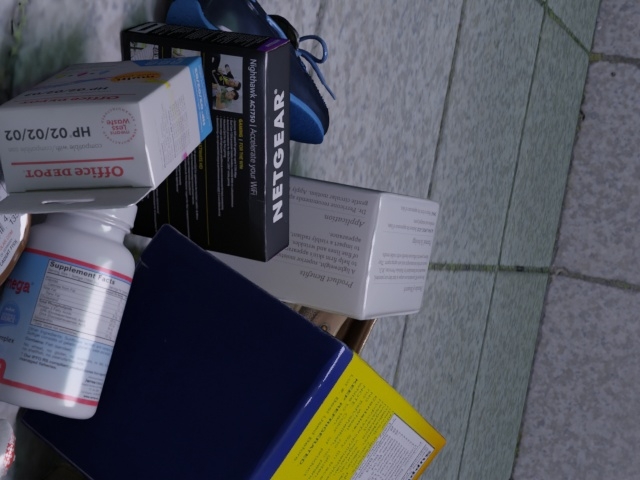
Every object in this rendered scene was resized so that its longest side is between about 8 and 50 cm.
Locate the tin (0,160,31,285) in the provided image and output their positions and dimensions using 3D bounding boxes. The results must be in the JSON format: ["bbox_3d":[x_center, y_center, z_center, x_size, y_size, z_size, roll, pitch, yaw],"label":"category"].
[{"bbox_3d":[-0.243,-0.038,0.736,0.190,0.040,0.106,71,32,-50],"label":"tin"}]

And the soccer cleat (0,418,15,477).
[{"bbox_3d":[-0.246,0.168,0.833,0.035,0.029,0.083,51,58,-67],"label":"soccer cleat"}]

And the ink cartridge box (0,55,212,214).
[{"bbox_3d":[-0.149,-0.076,0.786,0.181,0.104,0.062,-65,150,-67],"label":"ink cartridge box"}]

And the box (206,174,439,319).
[{"bbox_3d":[0.000,0.000,1.137,0.182,0.180,0.119,3,98,-68],"label":"box"}]

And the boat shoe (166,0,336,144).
[{"bbox_3d":[-0.045,-0.169,1.055,0.258,0.109,0.089,51,51,-64],"label":"boat shoe"}]

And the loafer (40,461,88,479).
[{"bbox_3d":[-0.168,0.254,0.970,0.087,0.094,0.251,-65,154,-20],"label":"loafer"}]

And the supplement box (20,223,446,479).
[{"bbox_3d":[-0.055,0.167,1.009,0.194,0.195,0.356,-54,153,-7],"label":"supplement box"}]

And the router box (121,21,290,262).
[{"bbox_3d":[-0.092,-0.080,0.944,0.046,0.133,0.179,-39,136,-56],"label":"router box"}]

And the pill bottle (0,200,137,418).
[{"bbox_3d":[-0.186,0.043,0.839,0.087,0.087,0.160,34,69,-66],"label":"pill bottle"}]

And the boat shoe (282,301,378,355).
[{"bbox_3d":[-0.010,0.149,1.275,0.122,0.110,0.341,61,45,-57],"label":"boat shoe"}]
